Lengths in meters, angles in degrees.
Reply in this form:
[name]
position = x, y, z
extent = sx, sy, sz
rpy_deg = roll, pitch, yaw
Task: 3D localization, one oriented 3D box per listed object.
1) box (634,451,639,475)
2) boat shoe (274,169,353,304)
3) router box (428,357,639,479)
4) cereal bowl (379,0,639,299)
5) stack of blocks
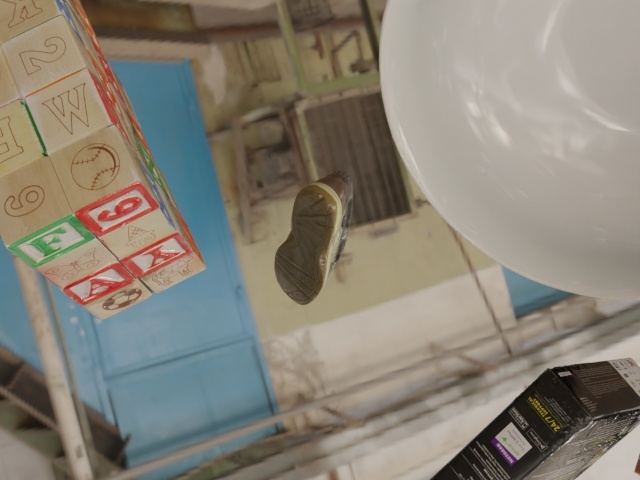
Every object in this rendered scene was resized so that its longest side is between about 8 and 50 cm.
[box]
position = 0.353, 0.204, 0.761
extent = 0.067, 0.063, 0.324
rpy_deg = 16, -179, -10
[boat shoe]
position = -0.001, -0.001, 1.240
extent = 0.073, 0.080, 0.224
rpy_deg = -39, 159, -33
[router box]
position = 0.159, 0.143, 0.695
extent = 0.133, 0.046, 0.179
rpy_deg = -49, 153, 20
[cereal bowl]
position = 0.221, -0.131, 0.747
extent = 0.338, 0.339, 0.141
rpy_deg = -16, -162, 41
[stack of blocks]
position = -0.192, -0.110, 0.684
extent = 0.087, 0.297, 0.171
rpy_deg = -26, 161, -2
